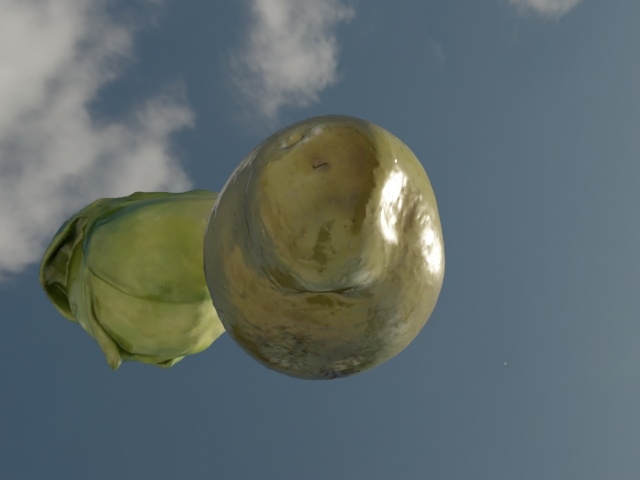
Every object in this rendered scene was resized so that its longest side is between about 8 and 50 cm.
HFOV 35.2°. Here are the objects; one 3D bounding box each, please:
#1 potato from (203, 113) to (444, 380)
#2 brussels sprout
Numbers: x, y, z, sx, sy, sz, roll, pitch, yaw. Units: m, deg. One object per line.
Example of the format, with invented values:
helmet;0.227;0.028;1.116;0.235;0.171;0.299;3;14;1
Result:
potato;0.000;0.000;0.636;0.157;0.194;0.157;-1;-116;1
brussels sprout;-0.225;0.047;1.357;0.295;0.259;0.227;-15;-61;-12
